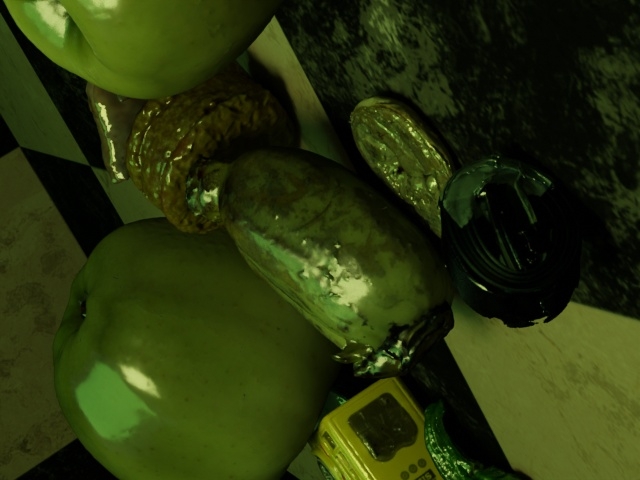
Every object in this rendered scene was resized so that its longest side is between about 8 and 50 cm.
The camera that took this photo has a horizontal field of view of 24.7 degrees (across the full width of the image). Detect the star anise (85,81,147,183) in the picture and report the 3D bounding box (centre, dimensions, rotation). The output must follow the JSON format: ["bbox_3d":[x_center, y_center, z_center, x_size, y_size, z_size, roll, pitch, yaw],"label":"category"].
[{"bbox_3d":[-0.198,-0.231,1.614,0.109,0.292,0.349,13,136,-2],"label":"star anise"}]

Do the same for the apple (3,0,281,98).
[{"bbox_3d":[-0.138,-0.250,1.189,0.279,0.279,0.279,50,163,21],"label":"apple"}]

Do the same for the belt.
[{"bbox_3d":[0.144,-0.002,1.109,0.058,0.105,0.140,81,169,-54],"label":"belt"}]

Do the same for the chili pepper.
[{"bbox_3d":[0.173,0.254,1.629,0.182,0.050,0.073,40,150,45],"label":"chili pepper"}]

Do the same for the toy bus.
[{"bbox_3d":[0.131,0.324,1.725,0.330,0.144,0.152,54,164,14],"label":"toy bus"}]

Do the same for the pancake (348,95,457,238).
[{"bbox_3d":[0.082,-0.066,1.320,0.158,0.028,0.158,47,162,20],"label":"pancake"}]

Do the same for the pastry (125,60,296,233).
[{"bbox_3d":[-0.118,-0.102,1.560,0.103,0.189,0.188,42,159,29],"label":"pastry"}]

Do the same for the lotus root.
[{"bbox_3d":[0.000,0.000,1.418,0.309,0.173,0.173,38,158,19],"label":"lotus root"}]

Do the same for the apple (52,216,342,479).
[{"bbox_3d":[-0.153,0.143,1.779,0.357,0.357,0.357,50,163,21],"label":"apple"}]

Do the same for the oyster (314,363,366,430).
[{"bbox_3d":[0.048,0.247,1.920,0.252,0.087,0.199,32,142,41],"label":"oyster"}]
